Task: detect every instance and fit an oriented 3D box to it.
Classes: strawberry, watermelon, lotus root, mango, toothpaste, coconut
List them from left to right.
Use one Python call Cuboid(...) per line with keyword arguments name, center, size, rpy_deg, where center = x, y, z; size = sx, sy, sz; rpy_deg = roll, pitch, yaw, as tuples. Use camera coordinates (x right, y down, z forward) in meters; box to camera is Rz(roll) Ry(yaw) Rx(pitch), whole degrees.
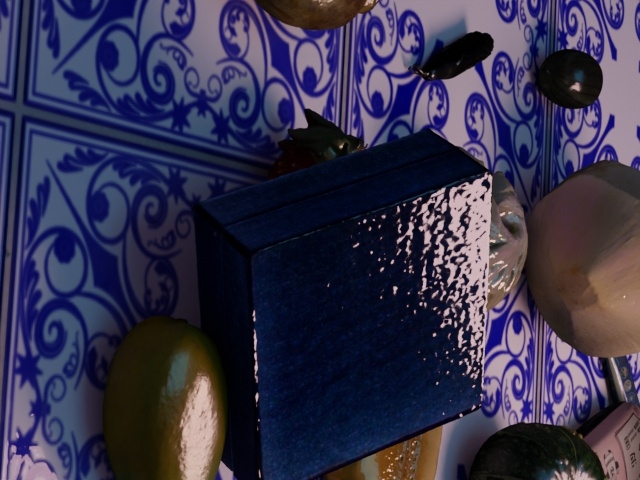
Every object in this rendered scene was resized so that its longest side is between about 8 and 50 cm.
Cuboid(name="mango", center=(-0.137, 0.164, 1.551), size=(0.130, 0.092, 0.194), rpy_deg=(2, 92, -58))
Cuboid(name="lotus root", center=(-0.008, -0.274, 1.731), size=(0.214, 0.138, 0.138), rpy_deg=(32, 63, -53))
Cuboid(name="strawberry", center=(0.004, -0.004, 1.773), size=(0.174, 0.098, 0.228), rpy_deg=(-74, 157, -51))
Cuboid(name="watermelon", center=(0.327, -0.212, 2.281), size=(0.111, 0.078, 0.078), rpy_deg=(5, 85, -56))
Cuboid(name="coconut", center=(0.374, 0.027, 2.206), size=(0.259, 0.259, 0.259), rpy_deg=(2, 87, -57))
Cuboid(name="toothpaste", center=(0.427, 0.211, 2.457), size=(0.057, 0.035, 0.197), rpy_deg=(-45, 122, -55))

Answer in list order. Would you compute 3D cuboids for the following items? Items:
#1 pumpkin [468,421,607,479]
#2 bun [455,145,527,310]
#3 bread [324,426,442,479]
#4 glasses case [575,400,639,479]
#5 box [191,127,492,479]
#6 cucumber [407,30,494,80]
Cuboid(name="pumpkin", center=(0.261, 0.309, 2.100), size=(0.190, 0.146, 0.190), rpy_deg=(4, 85, -57))
Cuboid(name="bun", center=(0.170, -0.014, 1.991), size=(0.178, 0.128, 0.193), rpy_deg=(30, 62, -51))
Cuboid(name="bread", center=(0.064, 0.207, 1.852), size=(0.134, 0.085, 0.173), rpy_deg=(29, 64, -32))
Cuboid(name="glasses case", center=(0.363, 0.313, 2.318), size=(0.314, 0.075, 0.122), rpy_deg=(-28, 114, -53))
Cuboid(name="box", center=(0.023, 0.068, 1.629), size=(0.261, 0.116, 0.278), rpy_deg=(-20, 125, -27))
Cuboid(name="cucumber", center=(0.156, -0.213, 2.056), size=(0.043, 0.039, 0.163), rpy_deg=(60, 37, -5))
